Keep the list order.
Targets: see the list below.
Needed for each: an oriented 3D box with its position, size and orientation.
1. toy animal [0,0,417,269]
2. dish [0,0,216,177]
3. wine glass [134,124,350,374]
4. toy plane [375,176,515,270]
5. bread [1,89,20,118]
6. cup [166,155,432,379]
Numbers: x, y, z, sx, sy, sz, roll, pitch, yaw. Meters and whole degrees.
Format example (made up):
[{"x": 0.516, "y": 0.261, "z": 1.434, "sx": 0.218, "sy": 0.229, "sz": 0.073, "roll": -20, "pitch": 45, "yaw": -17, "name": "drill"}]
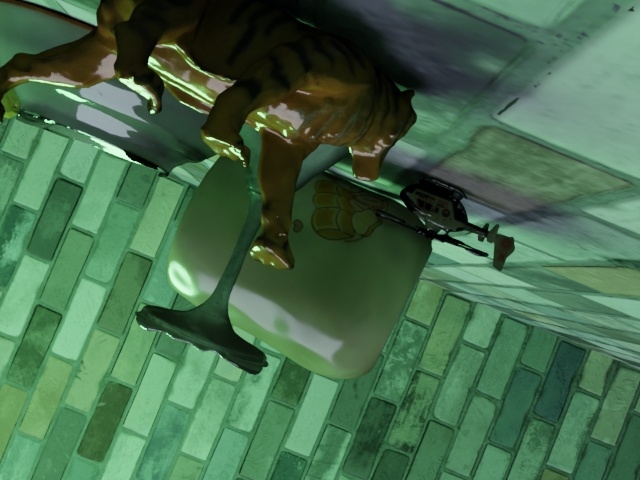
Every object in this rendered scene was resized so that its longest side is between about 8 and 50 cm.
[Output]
[{"x": -0.076, "y": -0.094, "z": 0.374, "sx": 0.255, "sy": 0.116, "sz": 0.114, "roll": 28, "pitch": 154, "yaw": -2, "name": "toy animal"}, {"x": -0.193, "y": -0.121, "z": 0.728, "sx": 0.260, "sy": 0.085, "sz": 0.260, "roll": 23, "pitch": 177, "yaw": 1, "name": "dish"}, {"x": -0.043, "y": -0.016, "z": 0.509, "sx": 0.122, "sy": 0.182, "sz": 0.122, "roll": 23, "pitch": 177, "yaw": 1, "name": "wine glass"}, {"x": 0.108, "y": -0.018, "z": 0.660, "sx": 0.121, "sy": 0.049, "sz": 0.031, "roll": 22, "pitch": 178, "yaw": -3, "name": "toy plane"}, {"x": -0.551, "y": -0.157, "z": 1.045, "sx": 0.315, "sy": 0.279, "sz": 0.248, "roll": 30, "pitch": 175, "yaw": -18, "name": "bread"}, {"x": -0.009, "y": 0.018, "z": 0.773, "sx": 0.202, "sy": 0.173, "sz": 0.255, "roll": 27, "pitch": -176, "yaw": 6, "name": "cup"}]
